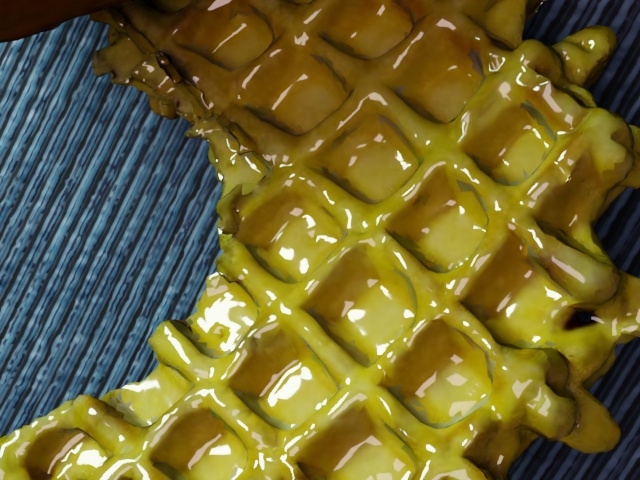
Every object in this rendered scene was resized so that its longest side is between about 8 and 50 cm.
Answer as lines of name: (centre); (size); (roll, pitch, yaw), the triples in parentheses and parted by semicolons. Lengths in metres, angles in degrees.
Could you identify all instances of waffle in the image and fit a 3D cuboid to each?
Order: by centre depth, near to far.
waffle: (0.000, 0.000, 0.584); (0.259, 0.069, 0.293); (1, 72, 19)

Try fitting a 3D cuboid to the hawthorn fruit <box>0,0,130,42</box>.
hawthorn fruit: (-0.132, -0.202, 0.553); (0.258, 0.262, 0.258); (-6, 133, -7)
